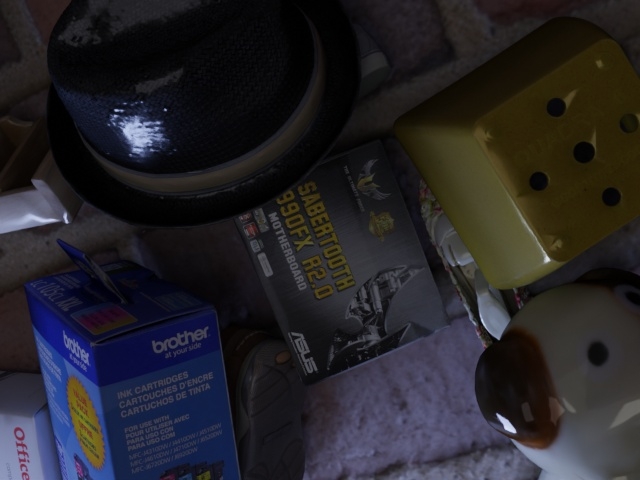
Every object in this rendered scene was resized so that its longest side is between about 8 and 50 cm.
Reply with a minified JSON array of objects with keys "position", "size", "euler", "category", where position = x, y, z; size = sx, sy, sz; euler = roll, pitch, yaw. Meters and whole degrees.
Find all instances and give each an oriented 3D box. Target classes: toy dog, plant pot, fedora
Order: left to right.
[{"position":[-0.133,-0.173,0.826],"size":[0.334,0.152,0.333],"euler":[-4,72,11],"category":"fedora"},{"position":[0.218,-0.080,0.805],"size":[0.212,0.187,0.212],"euler":[-33,95,2],"category":"plant pot"},{"position":[0.316,0.227,0.862],"size":[0.285,0.395,0.407],"euler":[-27,110,-19],"category":"toy dog"}]

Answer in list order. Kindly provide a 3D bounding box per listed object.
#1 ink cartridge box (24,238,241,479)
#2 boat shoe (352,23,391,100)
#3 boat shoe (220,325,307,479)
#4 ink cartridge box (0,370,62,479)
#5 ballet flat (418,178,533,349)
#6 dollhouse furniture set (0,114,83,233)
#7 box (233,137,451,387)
[{"position":[-0.225,0.186,1.018],"size":[0.270,0.151,0.395],"euler":[17,116,55],"category":"ink cartridge box"},{"position":[-0.038,-0.161,0.930],"size":[0.228,0.079,0.081],"euler":[-28,76,-5],"category":"boat shoe"},{"position":[-0.094,0.252,1.090],"size":[0.116,0.123,0.324],"euler":[26,116,38],"category":"boat shoe"},{"position":[-0.459,0.295,1.201],"size":[0.283,0.117,0.207],"euler":[1,106,22],"category":"ink cartridge box"},{"position":[0.179,0.030,0.946],"size":[0.091,0.077,0.240],"euler":[-27,96,24],"category":"ballet flat"},{"position":[-0.446,-0.194,0.937],"size":[0.257,0.362,0.394],"euler":[-10,131,21],"category":"dollhouse furniture set"},{"position":[0.021,0.024,0.968],"size":[0.183,0.056,0.231],"euler":[-22,100,-2],"category":"box"}]
